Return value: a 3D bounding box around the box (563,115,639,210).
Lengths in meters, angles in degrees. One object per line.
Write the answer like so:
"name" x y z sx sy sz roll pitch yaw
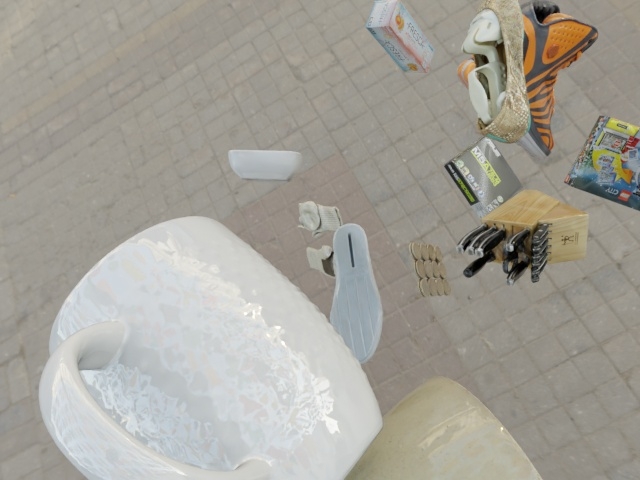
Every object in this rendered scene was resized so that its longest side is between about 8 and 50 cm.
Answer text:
"box" 0.685 -0.156 0.970 0.232 0.044 0.159 21 111 2

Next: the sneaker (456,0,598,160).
"sneaker" 0.365 -0.254 0.725 0.180 0.321 0.125 -47 54 19

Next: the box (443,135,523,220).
"box" 0.460 -0.180 1.249 0.184 0.045 0.191 -35 92 -26

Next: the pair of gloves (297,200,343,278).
"pair of gloves" 0.000 0.000 1.325 0.042 0.240 0.204 -23 24 -31

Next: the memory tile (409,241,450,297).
"memory tile" 0.224 0.060 0.909 0.012 0.148 0.113 -20 74 34

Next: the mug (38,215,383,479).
"mug" -0.118 0.166 0.494 0.328 0.374 0.276 38 95 20

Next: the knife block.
"knife block" 0.351 -0.011 0.842 0.241 0.276 0.088 -7 110 1

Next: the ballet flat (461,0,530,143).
"ballet flat" 0.214 -0.224 0.555 0.067 0.073 0.207 -5 83 -20

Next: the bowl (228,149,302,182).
"bowl" -0.107 -0.144 0.877 0.141 0.142 0.053 3 94 -1

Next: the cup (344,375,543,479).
"cup" 0.142 0.396 0.617 0.236 0.331 0.331 -22 65 -13

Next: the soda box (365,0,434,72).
"soda box" 0.172 -0.424 0.937 0.062 0.183 0.058 19 89 38

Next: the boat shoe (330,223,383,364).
"boat shoe" 0.081 0.113 0.953 0.108 0.094 0.303 -6 66 15
